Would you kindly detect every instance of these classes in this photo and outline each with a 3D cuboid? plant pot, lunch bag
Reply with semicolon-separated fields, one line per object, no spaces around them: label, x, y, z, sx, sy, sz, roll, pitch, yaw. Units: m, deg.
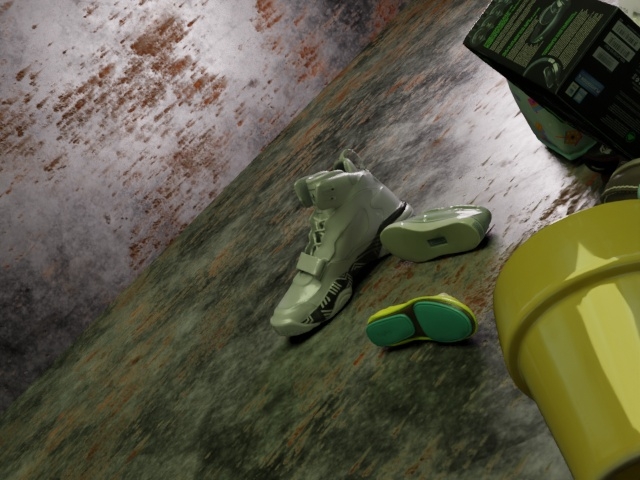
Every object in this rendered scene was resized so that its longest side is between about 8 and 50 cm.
plant pot;0.305;0.131;0.810;0.254;0.254;0.239;-30;38;26
lunch bag;0.410;-0.289;1.520;0.160;0.223;0.262;-31;19;8

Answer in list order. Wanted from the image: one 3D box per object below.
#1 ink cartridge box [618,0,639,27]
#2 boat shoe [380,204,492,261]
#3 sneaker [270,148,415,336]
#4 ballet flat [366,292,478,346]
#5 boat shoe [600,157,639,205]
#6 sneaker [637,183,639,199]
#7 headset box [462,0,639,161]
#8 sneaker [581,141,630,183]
ink cartridge box;0.650;-0.418;1.381;0.283;0.117;0.207;-14;23;1
boat shoe;0.208;-0.017;1.531;0.228;0.079;0.081;-8;27;47
sneaker;0.000;0.000;1.648;0.366;0.210;0.137;-45;20;-13
ballet flat;0.164;0.115;1.323;0.077;0.077;0.231;-34;10;-38
boat shoe;0.454;-0.026;1.038;0.097;0.116;0.324;-44;27;-14
sneaker;0.465;-0.137;0.901;0.366;0.150;0.135;-54;38;-9
headset box;0.369;-0.239;1.210;0.131;0.246;0.283;-54;30;12
sneaker;0.480;-0.183;1.346;0.163;0.106;0.281;-32;21;29
